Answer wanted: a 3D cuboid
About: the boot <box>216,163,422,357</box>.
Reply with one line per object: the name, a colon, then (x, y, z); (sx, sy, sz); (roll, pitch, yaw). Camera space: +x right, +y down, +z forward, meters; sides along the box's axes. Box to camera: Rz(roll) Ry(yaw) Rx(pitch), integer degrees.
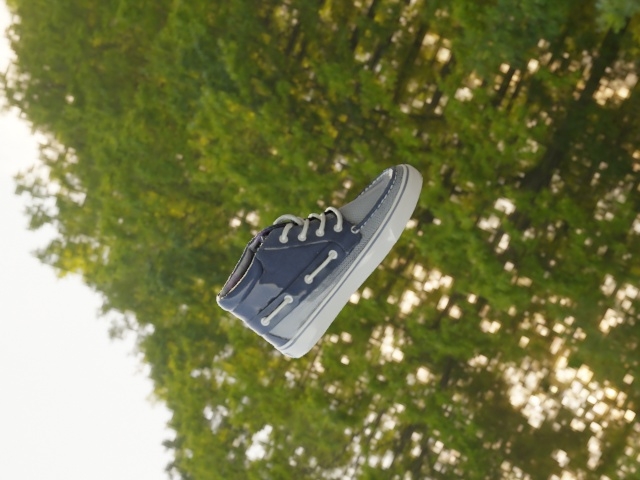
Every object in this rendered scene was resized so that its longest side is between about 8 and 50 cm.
boot: (0.000, 0.000, 0.783); (0.086, 0.190, 0.069); (36, 178, -18)
